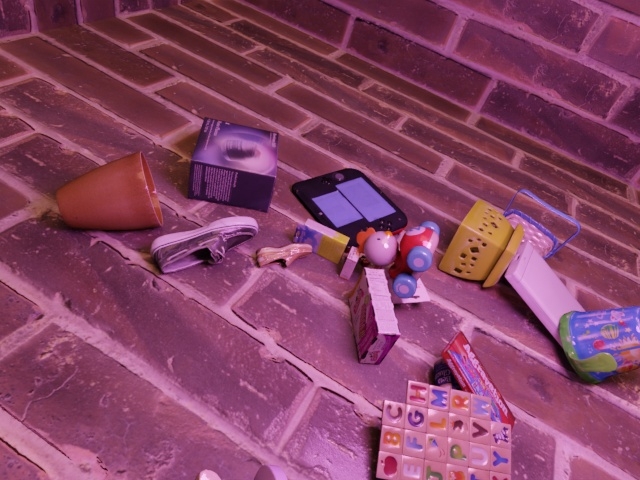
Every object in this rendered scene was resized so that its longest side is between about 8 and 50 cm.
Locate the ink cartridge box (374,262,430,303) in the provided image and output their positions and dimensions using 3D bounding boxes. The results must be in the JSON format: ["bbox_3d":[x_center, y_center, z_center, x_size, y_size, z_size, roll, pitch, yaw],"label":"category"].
[{"bbox_3d":[0.274,0.146,1.441,0.115,0.067,0.198,-1,45,-21],"label":"ink cartridge box"}]

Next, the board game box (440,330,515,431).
[{"bbox_3d":[0.433,0.400,1.164,0.145,0.027,0.282,-20,78,-56],"label":"board game box"}]

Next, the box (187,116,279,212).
[{"bbox_3d":[-0.313,-0.285,1.583,0.293,0.183,0.297,10,44,-13],"label":"box"}]

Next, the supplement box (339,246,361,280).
[{"bbox_3d":[0.099,0.077,1.423,0.036,0.099,0.062,23,42,4],"label":"supplement box"}]

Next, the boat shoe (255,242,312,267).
[{"bbox_3d":[-0.114,0.057,1.399,0.189,0.068,0.072,-8,61,-15],"label":"boat shoe"}]

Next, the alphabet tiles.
[{"bbox_3d":[0.305,0.507,1.034,0.342,0.011,0.286,14,68,-7],"label":"alphabet tiles"}]

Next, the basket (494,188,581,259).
[{"bbox_3d":[0.812,-0.028,1.656,0.254,0.289,0.201,40,46,21],"label":"basket"}]

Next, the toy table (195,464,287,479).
[{"bbox_3d":[-0.153,0.551,0.761,0.160,0.252,0.274,19,31,-26],"label":"toy table"}]

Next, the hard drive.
[{"bbox_3d":[0.801,0.195,1.503,0.353,0.047,0.233,51,46,-3],"label":"hard drive"}]

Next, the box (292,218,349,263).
[{"bbox_3d":[0.000,0.000,1.457,0.178,0.109,0.042,26,47,6],"label":"box"}]

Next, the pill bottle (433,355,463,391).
[{"bbox_3d":[0.367,0.413,1.181,0.094,0.094,0.170,15,42,-5],"label":"pill bottle"}]

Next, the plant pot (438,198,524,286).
[{"bbox_3d":[0.595,0.021,1.558,0.207,0.227,0.228,29,43,18],"label":"plant pot"}]

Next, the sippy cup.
[{"bbox_3d":[0.924,0.313,1.342,0.240,0.224,0.306,37,50,-16],"label":"sippy cup"}]

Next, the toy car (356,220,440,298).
[{"bbox_3d":[0.227,0.021,1.346,0.237,0.211,0.219,26,33,8],"label":"toy car"}]

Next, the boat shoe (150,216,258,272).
[{"bbox_3d":[-0.341,0.024,1.318,0.334,0.121,0.119,-18,61,-21],"label":"boat shoe"}]

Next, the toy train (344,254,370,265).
[{"bbox_3d":[0.158,0.072,1.506,0.158,0.027,0.036,2,56,-19],"label":"toy train"}]

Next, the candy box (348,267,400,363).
[{"bbox_3d":[0.151,0.218,1.253,0.071,0.159,0.234,8,43,-14],"label":"candy box"}]

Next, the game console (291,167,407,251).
[{"bbox_3d":[0.121,-0.137,1.682,0.341,0.060,0.387,-18,54,-34],"label":"game console"}]

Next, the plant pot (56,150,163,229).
[{"bbox_3d":[-0.636,-0.129,1.289,0.254,0.237,0.237,-14,51,-14],"label":"plant pot"}]
